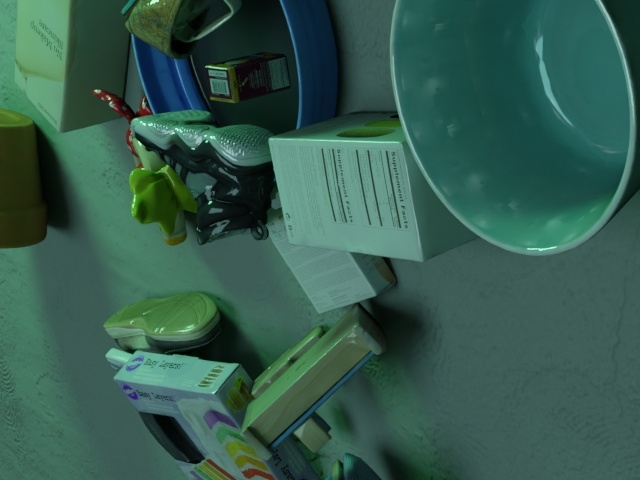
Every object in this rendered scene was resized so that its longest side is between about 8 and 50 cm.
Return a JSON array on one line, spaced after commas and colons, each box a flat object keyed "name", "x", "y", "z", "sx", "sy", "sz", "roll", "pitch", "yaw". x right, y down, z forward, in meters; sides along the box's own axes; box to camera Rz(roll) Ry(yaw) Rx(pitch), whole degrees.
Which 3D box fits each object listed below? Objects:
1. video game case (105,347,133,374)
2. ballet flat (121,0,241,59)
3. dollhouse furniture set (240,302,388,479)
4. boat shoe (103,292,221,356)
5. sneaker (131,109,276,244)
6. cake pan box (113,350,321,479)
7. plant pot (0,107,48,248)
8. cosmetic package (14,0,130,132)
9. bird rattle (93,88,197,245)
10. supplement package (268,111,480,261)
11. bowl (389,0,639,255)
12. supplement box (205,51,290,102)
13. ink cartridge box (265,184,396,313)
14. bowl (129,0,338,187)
[{"name": "video game case", "x": -0.228, "y": 0.258, "z": 2.220, "sx": 0.201, "sy": 0.023, "sz": 0.183, "roll": 13, "pitch": 139, "yaw": 40}, {"name": "ballet flat", "x": -0.128, "y": -0.323, "z": 1.672, "sx": 0.123, "sy": 0.123, "sz": 0.348, "roll": 63, "pitch": 145, "yaw": 12}, {"name": "dollhouse furniture set", "x": 0.079, "y": 0.255, "z": 1.823, "sx": 0.303, "sy": 0.198, "sz": 0.286, "roll": 47, "pitch": -173, "yaw": -6}, {"name": "boat shoe", "x": -0.231, "y": 0.145, "z": 2.201, "sx": 0.285, "sy": 0.103, "sz": 0.092, "roll": -5, "pitch": 121, "yaw": 51}, {"name": "sneaker", "x": -0.153, "y": -0.078, "z": 1.815, "sx": 0.269, "sy": 0.101, "sz": 0.153, "roll": 18, "pitch": 114, "yaw": 47}, {"name": "cake pan box", "x": -0.153, "y": 0.274, "z": 2.070, "sx": 0.267, "sy": 0.070, "sz": 0.245, "roll": 3, "pitch": 130, "yaw": 48}, {"name": "plant pot", "x": -0.604, "y": -0.122, "z": 2.460, "sx": 0.291, "sy": 0.291, "sz": 0.203, "roll": 25, "pitch": 109, "yaw": 47}, {"name": "cosmetic package", "x": -0.369, "y": -0.336, "z": 2.137, "sx": 0.160, "sy": 0.113, "sz": 0.309, "roll": 44, "pitch": 137, "yaw": 34}, {"name": "bird rattle", "x": -0.249, "y": -0.102, "z": 2.077, "sx": 0.253, "sy": 0.143, "sz": 0.207, "roll": 54, "pitch": 160, "yaw": 29}, {"name": "supplement package", "x": 0.075, "y": -0.067, "z": 1.608, "sx": 0.244, "sy": 0.139, "sz": 0.133, "roll": 7, "pitch": 112, "yaw": 53}, {"name": "bowl", "x": 0.225, "y": -0.154, "z": 1.327, "sx": 0.311, "sy": 0.163, "sz": 0.311, "roll": 30, "pitch": 129, "yaw": 46}, {"name": "supplement box", "x": -0.085, "y": -0.193, "z": 1.684, "sx": 0.055, "sy": 0.083, "sz": 0.043, "roll": 13, "pitch": 116, "yaw": 52}, {"name": "ink cartridge box", "x": 0.000, "y": 0.000, "z": 1.803, "sx": 0.145, "sy": 0.045, "sz": 0.179, "roll": -22, "pitch": 100, "yaw": 57}, {"name": "bowl", "x": -0.114, "y": -0.249, "z": 1.844, "sx": 0.391, "sy": 0.077, "sz": 0.391, "roll": 31, "pitch": 130, "yaw": 45}]
